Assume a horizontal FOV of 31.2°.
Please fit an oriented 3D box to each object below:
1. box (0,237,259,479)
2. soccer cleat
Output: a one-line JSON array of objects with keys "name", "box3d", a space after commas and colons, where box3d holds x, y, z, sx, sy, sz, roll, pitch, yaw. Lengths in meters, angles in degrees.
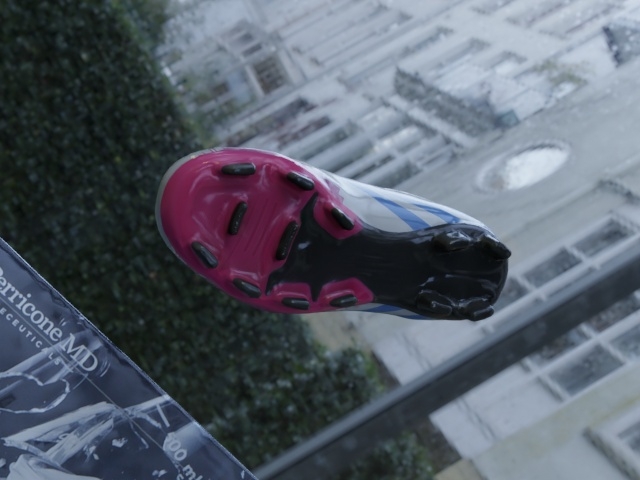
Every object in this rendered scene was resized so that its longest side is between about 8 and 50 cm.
[{"name": "box", "box3d": [-0.210, 0.230, 0.716, 0.343, 0.312, 0.179, 45, -35, -11]}, {"name": "soccer cleat", "box3d": [0.000, 0.000, 0.921, 0.331, 0.116, 0.143, 15, 6, -34]}]
